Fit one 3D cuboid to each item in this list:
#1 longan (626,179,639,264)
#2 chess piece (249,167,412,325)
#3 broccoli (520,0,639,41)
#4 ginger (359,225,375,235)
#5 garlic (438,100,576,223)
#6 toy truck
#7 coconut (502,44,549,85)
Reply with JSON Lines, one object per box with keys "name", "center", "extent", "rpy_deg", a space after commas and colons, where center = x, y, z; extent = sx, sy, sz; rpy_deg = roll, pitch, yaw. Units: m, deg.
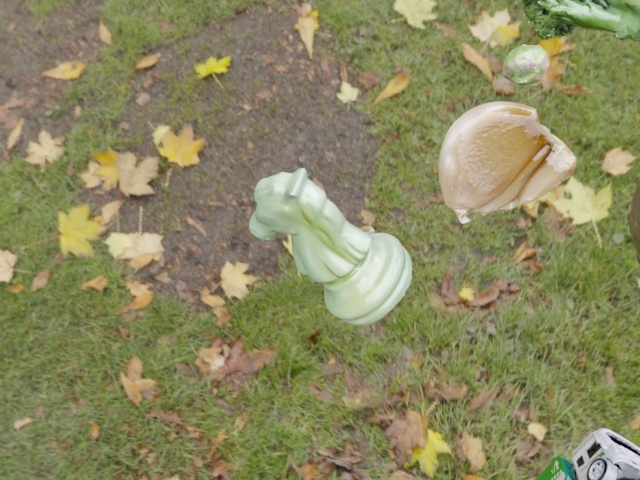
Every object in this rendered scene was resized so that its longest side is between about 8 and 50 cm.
{"name": "longan", "center": [0.743, 0.012, 1.059], "extent": [0.404, 0.436, 0.404], "rpy_deg": [-25, 34, 18]}
{"name": "chess piece", "center": [0.000, 0.000, 1.053], "extent": [0.176, 0.298, 0.175], "rpy_deg": [-34, 32, 26]}
{"name": "broccoli", "center": [0.420, -0.385, 0.919], "extent": [0.269, 0.261, 0.241], "rpy_deg": [-17, 64, -9]}
{"name": "ginger", "center": [0.080, -0.004, 1.403], "extent": [0.137, 0.044, 0.057], "rpy_deg": [-7, 89, -35]}
{"name": "garlic", "center": [0.314, -0.145, 1.172], "extent": [0.228, 0.217, 0.110], "rpy_deg": [-39, 25, 17]}
{"name": "toy truck", "center": [0.334, 0.366, 0.854], "extent": [0.114, 0.124, 0.253], "rpy_deg": [32, 110, -5]}
{"name": "coconut", "center": [0.388, -0.330, 1.220], "extent": [0.083, 0.082, 0.081], "rpy_deg": [12, 70, 17]}
